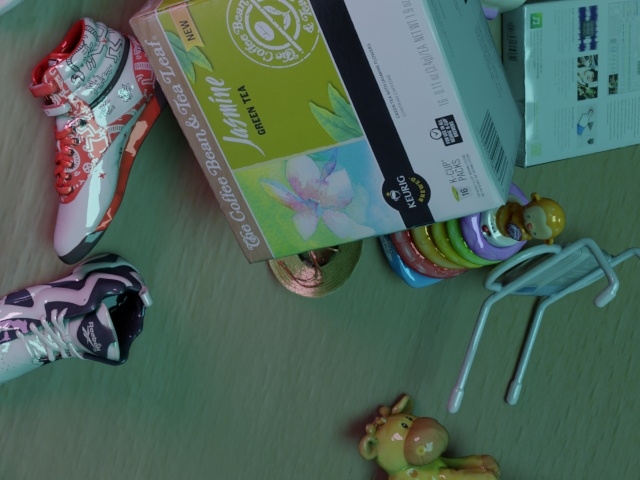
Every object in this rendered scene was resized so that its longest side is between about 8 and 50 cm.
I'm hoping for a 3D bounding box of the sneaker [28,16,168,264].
[{"bbox_3d":[-0.281,-0.119,1.376,0.145,0.090,0.270,29,84,-32],"label":"sneaker"}]

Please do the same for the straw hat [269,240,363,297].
[{"bbox_3d":[0.000,0.000,1.584,0.061,0.144,0.145,-14,116,-68],"label":"straw hat"}]

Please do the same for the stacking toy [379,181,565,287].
[{"bbox_3d":[0.212,-0.026,1.557,0.165,0.302,0.175,-23,103,-24],"label":"stacking toy"}]

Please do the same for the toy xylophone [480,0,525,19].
[{"bbox_3d":[0.214,-0.459,1.578,0.236,0.081,0.323,15,95,-33],"label":"toy xylophone"}]

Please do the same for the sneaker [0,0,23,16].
[{"bbox_3d":[-0.294,-0.312,1.331,0.212,0.080,0.094,-45,156,-1],"label":"sneaker"}]

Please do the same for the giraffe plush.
[{"bbox_3d":[0.139,0.315,1.718,0.210,0.181,0.171,-17,104,11],"label":"giraffe plush"}]

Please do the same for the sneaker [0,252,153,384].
[{"bbox_3d":[-0.294,0.106,1.388,0.235,0.153,0.094,-26,113,-22],"label":"sneaker"}]

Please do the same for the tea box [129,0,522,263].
[{"bbox_3d":[0.020,-0.189,1.368,0.329,0.323,0.220,64,27,-26],"label":"tea box"}]

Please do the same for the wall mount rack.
[{"bbox_3d":[0.319,0.114,1.724,0.304,0.130,0.350,-37,157,26],"label":"wall mount rack"}]

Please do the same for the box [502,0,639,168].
[{"bbox_3d":[0.408,-0.246,1.767,0.322,0.058,0.232,-11,109,-26],"label":"box"}]
